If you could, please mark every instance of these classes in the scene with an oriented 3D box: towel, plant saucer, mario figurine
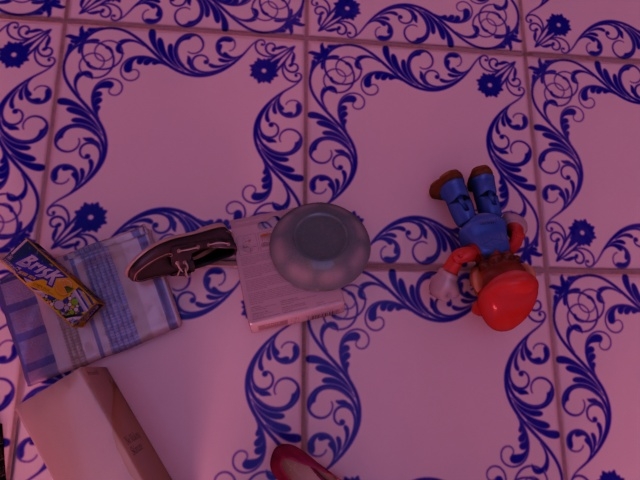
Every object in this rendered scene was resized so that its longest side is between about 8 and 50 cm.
[{"bbox_3d":[-0.414,0.112,0.952,0.285,0.034,0.209,-22,81,-11],"label":"towel"},{"bbox_3d":[0.000,0.000,0.991,0.195,0.037,0.195,1,60,-2],"label":"plant saucer"},{"bbox_3d":[0.311,0.025,1.037,0.198,0.170,0.320,-22,66,25],"label":"mario figurine"}]

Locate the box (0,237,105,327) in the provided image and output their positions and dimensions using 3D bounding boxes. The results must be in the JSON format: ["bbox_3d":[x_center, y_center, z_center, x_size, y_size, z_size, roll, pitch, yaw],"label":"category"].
[{"bbox_3d":[-0.461,0.074,0.910,0.169,0.054,0.059,41,77,3],"label":"box"}]

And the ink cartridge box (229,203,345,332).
[{"bbox_3d":[-0.068,0.049,1.011,0.181,0.056,0.224,-12,60,-9],"label":"ink cartridge box"}]

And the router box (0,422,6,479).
[{"bbox_3d":[-0.578,0.374,0.869,0.092,0.038,0.122,-10,78,-8],"label":"router box"}]

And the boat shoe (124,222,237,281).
[{"bbox_3d":[-0.243,0.031,0.943,0.206,0.075,0.065,-25,64,-34],"label":"boat shoe"}]

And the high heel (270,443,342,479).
[{"bbox_3d":[0.016,0.431,0.886,0.244,0.117,0.082,44,76,4],"label":"high heel"}]

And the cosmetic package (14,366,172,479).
[{"bbox_3d":[-0.335,0.363,0.841,0.113,0.160,0.309,-31,83,-13],"label":"cosmetic package"}]
